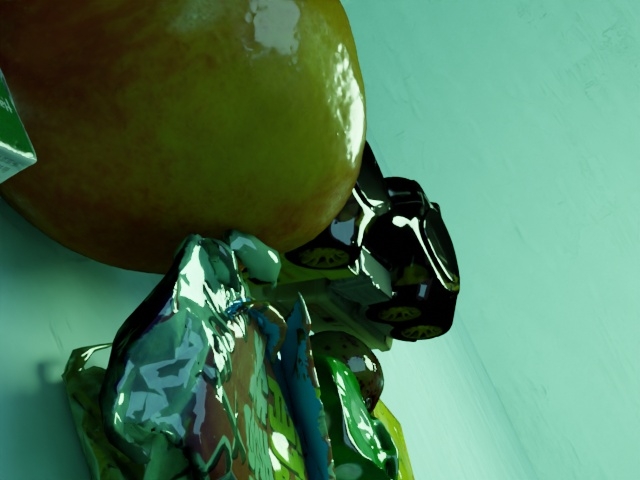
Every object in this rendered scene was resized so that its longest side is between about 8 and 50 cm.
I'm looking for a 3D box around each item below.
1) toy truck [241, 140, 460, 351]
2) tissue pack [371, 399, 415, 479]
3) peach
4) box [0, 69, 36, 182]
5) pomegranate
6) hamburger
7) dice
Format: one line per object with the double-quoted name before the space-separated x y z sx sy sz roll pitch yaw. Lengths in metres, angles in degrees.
"toy truck" -0.001 0.005 1.063 0.405 0.254 0.180 40 41 -56
"tissue pack" 0.072 0.280 1.162 0.095 0.062 0.176 53 13 -32
"peach" -0.119 -0.101 0.732 0.289 0.289 0.308 59 37 -8
"box" -0.253 -0.055 0.437 0.081 0.135 0.199 63 12 12
"pomegranate" 0.012 0.157 1.065 0.130 0.130 0.130 56 13 -20
"hamburger" -0.098 0.134 0.681 0.260 0.150 0.276 -60 137 -56
"dice" -0.004 0.199 0.903 0.128 0.120 0.131 47 16 -43
